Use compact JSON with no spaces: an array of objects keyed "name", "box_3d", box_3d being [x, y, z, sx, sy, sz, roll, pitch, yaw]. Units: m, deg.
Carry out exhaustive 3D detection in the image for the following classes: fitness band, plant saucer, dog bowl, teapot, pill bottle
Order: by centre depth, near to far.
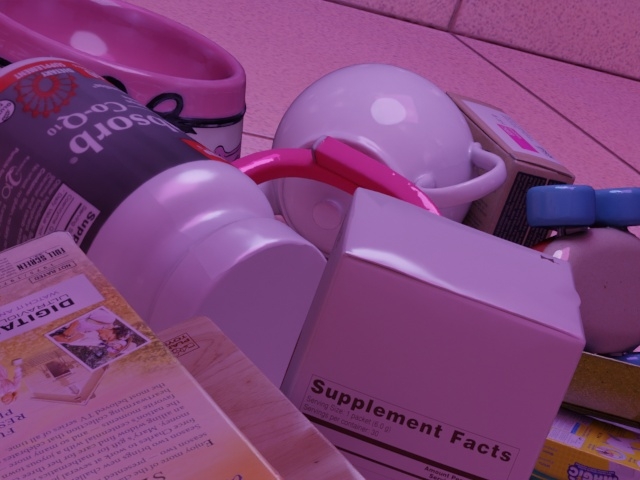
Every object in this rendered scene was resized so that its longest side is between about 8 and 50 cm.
[{"name":"plant saucer","box_3d":[0.228,0.126,1.670,0.188,0.045,0.188,14,-6,17]},{"name":"pill bottle","box_3d":[-0.169,-0.004,1.685,0.210,0.210,0.363,0,26,-48]},{"name":"fitness band","box_3d":[0.000,0.000,1.929,0.291,0.054,0.209,31,60,28]},{"name":"teapot","box_3d":[0.048,-0.064,2.099,0.252,0.256,0.187,37,34,4]},{"name":"dog bowl","box_3d":[-0.267,-0.183,2.227,0.408,0.150,0.408,18,17,-6]}]

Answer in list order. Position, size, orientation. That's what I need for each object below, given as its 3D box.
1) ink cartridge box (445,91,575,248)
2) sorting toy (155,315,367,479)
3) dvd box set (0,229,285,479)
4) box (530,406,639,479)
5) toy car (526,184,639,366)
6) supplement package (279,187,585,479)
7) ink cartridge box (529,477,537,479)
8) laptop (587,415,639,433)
[{"name":"ink cartridge box","box_3d":[0.187,-0.041,2.225,0.088,0.193,0.235,14,19,-23]},{"name":"sorting toy","box_3d":[-0.126,0.184,1.198,0.257,0.089,0.255,-23,33,-18]},{"name":"dvd box set","box_3d":[-0.214,0.149,1.139,0.307,0.062,0.420,-24,32,-18]},{"name":"box","box_3d":[0.261,0.192,1.576,0.179,0.043,0.105,17,14,14]},{"name":"toy car","box_3d":[0.224,0.056,2.053,0.238,0.219,0.210,-3,-2,41]},{"name":"supplement package","box_3d":[0.052,0.141,1.346,0.175,0.293,0.177,20,16,-1]},{"name":"ink cartridge box","box_3d":[0.180,0.229,1.592,0.175,0.072,0.127,10,19,-28]},{"name":"laptop","box_3d":[0.472,0.194,1.728,0.408,0.236,0.382,25,11,-33]}]
